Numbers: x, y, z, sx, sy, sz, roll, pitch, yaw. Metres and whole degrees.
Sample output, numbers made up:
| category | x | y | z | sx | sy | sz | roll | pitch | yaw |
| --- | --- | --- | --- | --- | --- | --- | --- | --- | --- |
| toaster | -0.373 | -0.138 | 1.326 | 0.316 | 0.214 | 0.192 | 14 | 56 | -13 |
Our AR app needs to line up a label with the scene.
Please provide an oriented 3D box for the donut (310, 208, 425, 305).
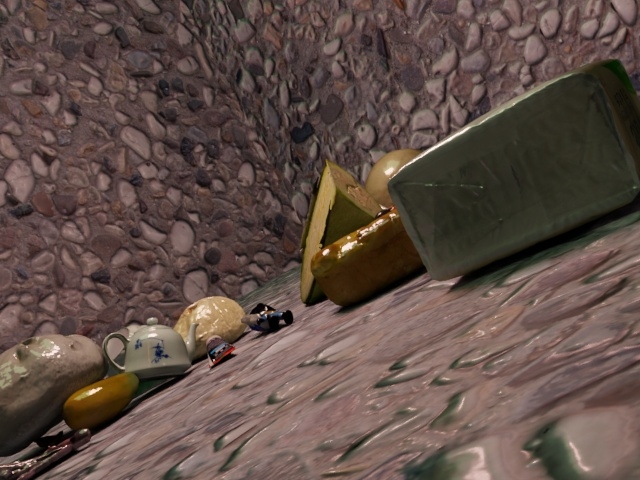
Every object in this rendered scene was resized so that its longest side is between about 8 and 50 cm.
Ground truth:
| category | x | y | z | sx | sy | sz | roll | pitch | yaw |
| --- | --- | --- | --- | --- | --- | --- | --- | --- | --- |
| donut | 0.111 | 0.028 | 1.552 | 0.261 | 0.128 | 0.208 | -27 | 0 | 4 |

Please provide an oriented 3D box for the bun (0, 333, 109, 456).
| category | x | y | z | sx | sy | sz | roll | pitch | yaw |
| --- | --- | --- | --- | --- | --- | --- | --- | --- | --- |
| bun | -0.652 | 0.333 | 1.775 | 0.354 | 0.194 | 0.354 | -41 | -2 | -2 |

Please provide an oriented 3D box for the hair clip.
| category | x | y | z | sx | sy | sz | roll | pitch | yaw |
| --- | --- | --- | --- | --- | --- | --- | --- | --- | --- |
| hair clip | -0.533 | 0.415 | 1.472 | 0.187 | 0.056 | 0.146 | -18 | -5 | -34 |

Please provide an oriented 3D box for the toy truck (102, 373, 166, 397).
| category | x | y | z | sx | sy | sz | roll | pitch | yaw |
| --- | --- | --- | --- | --- | --- | --- | --- | --- | --- |
| toy truck | -0.465 | 0.345 | 1.925 | 0.147 | 0.079 | 0.065 | -27 | 2 | -26 |

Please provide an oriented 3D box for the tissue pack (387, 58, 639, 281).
| category | x | y | z | sx | sy | sz | roll | pitch | yaw |
| --- | --- | --- | --- | --- | --- | --- | --- | --- | --- |
| tissue pack | 0.332 | -0.122 | 1.226 | 0.331 | 0.205 | 0.405 | -26 | 1 | 29 |

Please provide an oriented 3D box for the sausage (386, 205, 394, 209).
| category | x | y | z | sx | sy | sz | roll | pitch | yaw |
| --- | --- | --- | --- | --- | --- | --- | --- | --- | --- |
| sausage | 0.258 | -0.062 | 2.069 | 0.500 | 0.123 | 0.136 | -26 | 36 | 20 |

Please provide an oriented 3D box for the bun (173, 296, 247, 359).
| category | x | y | z | sx | sy | sz | roll | pitch | yaw |
| --- | --- | --- | --- | --- | --- | --- | --- | --- | --- |
| bun | -0.306 | 0.228 | 2.049 | 0.220 | 0.134 | 0.220 | -27 | 6 | 3 |

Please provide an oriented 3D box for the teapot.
| category | x | y | z | sx | sy | sz | roll | pitch | yaw |
| --- | --- | --- | --- | --- | --- | --- | --- | --- | --- |
| teapot | -0.391 | 0.252 | 1.830 | 0.232 | 0.159 | 0.159 | -3 | -10 | -27 |

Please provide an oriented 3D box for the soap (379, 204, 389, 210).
| category | x | y | z | sx | sy | sz | roll | pitch | yaw |
| --- | --- | --- | --- | --- | --- | --- | --- | --- | --- |
| soap | 0.132 | -0.038 | 2.015 | 0.064 | 0.183 | 0.121 | 20 | -83 | -52 |

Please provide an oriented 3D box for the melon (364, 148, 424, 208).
| category | x | y | z | sx | sy | sz | roll | pitch | yaw |
| --- | --- | --- | --- | --- | --- | --- | --- | --- | --- |
| melon | 0.253 | -0.142 | 2.272 | 0.271 | 0.272 | 0.308 | -27 | -34 | 1 |

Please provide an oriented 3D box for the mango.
| category | x | y | z | sx | sy | sz | roll | pitch | yaw |
| --- | --- | --- | --- | --- | --- | --- | --- | --- | --- |
| mango | -0.468 | 0.344 | 1.684 | 0.130 | 0.092 | 0.194 | -40 | -5 | 40 |

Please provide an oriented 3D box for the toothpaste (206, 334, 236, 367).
| category | x | y | z | sx | sy | sz | roll | pitch | yaw |
| --- | --- | --- | --- | --- | --- | --- | --- | --- | --- |
| toothpaste | -0.232 | 0.252 | 1.774 | 0.071 | 0.045 | 0.193 | -36 | 9 | -11 |

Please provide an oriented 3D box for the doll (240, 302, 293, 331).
| category | x | y | z | sx | sy | sz | roll | pitch | yaw |
| --- | --- | --- | --- | --- | --- | --- | --- | --- | --- |
| doll | -0.128 | 0.180 | 1.824 | 0.096 | 0.070 | 0.195 | -11 | 1 | -26 |

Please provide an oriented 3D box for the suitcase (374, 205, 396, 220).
| category | x | y | z | sx | sy | sz | roll | pitch | yaw |
| --- | --- | --- | --- | --- | --- | --- | --- | --- | --- |
| suitcase | 0.216 | -0.037 | 1.845 | 0.285 | 0.066 | 0.206 | -28 | -24 | -34 |

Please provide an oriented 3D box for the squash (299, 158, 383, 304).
| category | x | y | z | sx | sy | sz | roll | pitch | yaw |
| --- | --- | --- | --- | --- | --- | --- | --- | --- | --- |
| squash | 0.000 | 0.000 | 1.936 | 0.309 | 0.210 | 0.234 | -47 | 26 | 17 |

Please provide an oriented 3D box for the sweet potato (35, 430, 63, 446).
| category | x | y | z | sx | sy | sz | roll | pitch | yaw |
| --- | --- | --- | --- | --- | --- | --- | --- | --- | --- |
| sweet potato | -0.637 | 0.468 | 1.836 | 0.115 | 0.026 | 0.026 | -21 | 5 | 33 |

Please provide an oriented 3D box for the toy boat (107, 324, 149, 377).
| category | x | y | z | sx | sy | sz | roll | pitch | yaw |
| --- | --- | --- | --- | --- | --- | --- | --- | --- | --- |
| toy boat | -0.549 | 0.319 | 2.246 | 0.290 | 0.100 | 0.199 | -27 | 44 | 48 |
